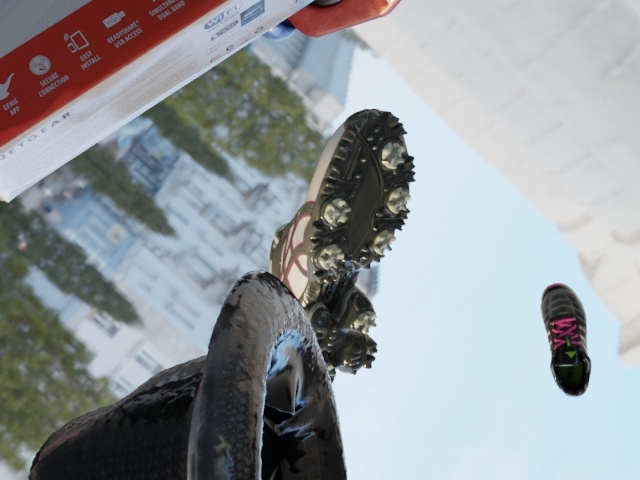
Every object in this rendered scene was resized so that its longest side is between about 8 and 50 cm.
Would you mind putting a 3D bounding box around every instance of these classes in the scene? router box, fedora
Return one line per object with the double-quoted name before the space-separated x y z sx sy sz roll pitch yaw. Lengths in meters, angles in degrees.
"router box" -0.142 -0.240 0.658 0.335 0.301 0.082 -36 171 -8
"fedora" -0.076 0.178 0.653 0.152 0.334 0.334 -6 -158 10

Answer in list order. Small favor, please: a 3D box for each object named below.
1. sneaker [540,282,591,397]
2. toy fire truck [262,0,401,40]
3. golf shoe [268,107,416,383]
"sneaker" 0.347 0.144 1.513 0.063 0.170 0.075 -8 -168 9
"toy fire truck" -0.035 -0.346 1.152 0.254 0.302 0.169 -43 -174 44
"golf shoe" 0.000 0.000 0.966 0.105 0.120 0.273 -10 125 -36
